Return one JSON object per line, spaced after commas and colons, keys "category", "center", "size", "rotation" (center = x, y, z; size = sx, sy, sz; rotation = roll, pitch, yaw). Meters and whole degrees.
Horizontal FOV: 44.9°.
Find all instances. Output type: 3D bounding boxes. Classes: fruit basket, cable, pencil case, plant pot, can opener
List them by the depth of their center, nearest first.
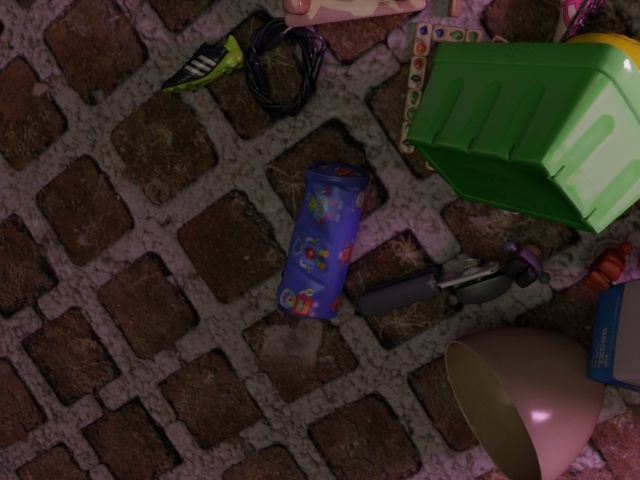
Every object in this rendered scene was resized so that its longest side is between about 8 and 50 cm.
{"category": "fruit basket", "center": [0.368, -0.214, 1.154], "size": [0.392, 0.392, 0.283], "rotation": [-33, 126, 23]}
{"category": "plant pot", "center": [0.372, 0.263, 1.338], "size": [0.191, 0.284, 0.284], "rotation": [-24, 96, -12]}
{"category": "can opener", "center": [0.206, 0.094, 1.431], "size": [0.281, 0.074, 0.093], "rotation": [-15, 99, 22]}
{"category": "cable", "center": [-0.076, -0.315, 1.438], "size": [0.151, 0.047, 0.184], "rotation": [24, 110, 12]}
{"category": "pencil case", "center": [0.000, 0.000, 1.454], "size": [0.133, 0.119, 0.306], "rotation": [22, 110, 24]}

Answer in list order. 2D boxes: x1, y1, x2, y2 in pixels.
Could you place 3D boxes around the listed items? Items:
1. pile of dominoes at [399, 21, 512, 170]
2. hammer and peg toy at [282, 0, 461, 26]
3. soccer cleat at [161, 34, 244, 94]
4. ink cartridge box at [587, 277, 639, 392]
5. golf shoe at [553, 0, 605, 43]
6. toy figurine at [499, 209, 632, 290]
{"category": "pile of dominoes", "center": [0.242, -0.244, 1.352], "size": [0.196, 0.040, 0.251], "rotation": [11, 107, 16]}
{"category": "hammer and peg toy", "center": [0.096, -0.497, 1.289], "size": [0.362, 0.127, 0.265], "rotation": [-1, 103, 19]}
{"category": "soccer cleat", "center": [-0.229, -0.334, 1.484], "size": [0.179, 0.060, 0.072], "rotation": [-19, 87, 16]}
{"category": "ink cartridge box", "center": [0.604, 0.150, 1.092], "size": [0.286, 0.395, 0.166], "rotation": [15, 78, -3]}
{"category": "golf shoe", "center": [0.417, -0.400, 1.247], "size": [0.086, 0.068, 0.186], "rotation": [36, 115, 36]}
{"category": "toy figurine", "center": [0.410, -0.026, 1.301], "size": [0.210, 0.148, 0.212], "rotation": [-3, 105, 25]}
